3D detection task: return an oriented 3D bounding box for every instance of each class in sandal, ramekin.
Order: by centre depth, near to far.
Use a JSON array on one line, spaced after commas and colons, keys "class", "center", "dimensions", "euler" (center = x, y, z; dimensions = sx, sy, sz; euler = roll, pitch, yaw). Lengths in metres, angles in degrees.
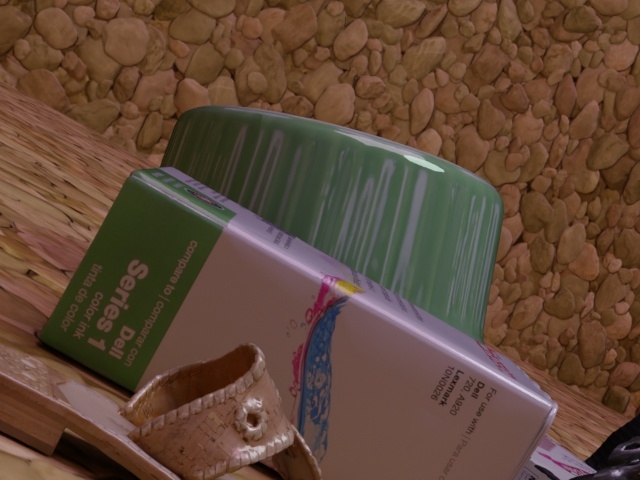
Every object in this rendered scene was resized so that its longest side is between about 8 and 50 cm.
[{"class": "sandal", "center": [-0.058, 0.078, 0.697], "dimensions": [0.240, 0.079, 0.088], "euler": [29, 3, -21]}, {"class": "ramekin", "center": [0.000, 0.000, 1.206], "dimensions": [0.303, 0.148, 0.303], "euler": [15, -5, 1]}]

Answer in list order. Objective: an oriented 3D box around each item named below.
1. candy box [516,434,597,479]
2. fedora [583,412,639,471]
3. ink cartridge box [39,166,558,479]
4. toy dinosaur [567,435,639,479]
[{"class": "candy box", "center": [0.149, 0.181, 1.098], "dimensions": [0.159, 0.071, 0.233], "euler": [28, 4, -31]}, {"class": "fedora", "center": [0.376, 0.245, 1.491], "dimensions": [0.334, 0.152, 0.334], "euler": [30, 2, -1]}, {"class": "ink cartridge box", "center": [-0.012, 0.070, 0.944], "dimensions": [0.278, 0.117, 0.201], "euler": [30, 3, -2]}, {"class": "toy dinosaur", "center": [0.242, 0.179, 0.865], "dimensions": [0.322, 0.164, 0.218], "euler": [23, -6, -10]}]
